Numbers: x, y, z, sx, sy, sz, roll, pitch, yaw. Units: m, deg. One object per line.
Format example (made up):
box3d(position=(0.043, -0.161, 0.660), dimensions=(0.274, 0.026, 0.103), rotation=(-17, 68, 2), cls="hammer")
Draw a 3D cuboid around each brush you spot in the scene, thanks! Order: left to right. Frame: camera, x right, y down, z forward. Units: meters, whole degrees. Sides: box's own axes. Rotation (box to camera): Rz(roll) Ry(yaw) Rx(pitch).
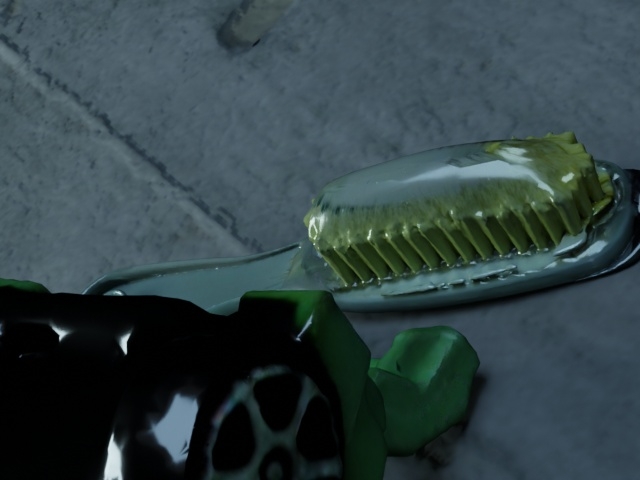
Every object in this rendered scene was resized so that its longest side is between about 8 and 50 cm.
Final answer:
box3d(position=(0.000, 0.000, 0.794), dimensions=(0.297, 0.060, 0.068), rotation=(-13, 45, 26), cls="brush")

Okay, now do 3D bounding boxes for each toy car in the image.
box3d(position=(-0.095, 0.139, 0.637), dimensions=(0.213, 0.176, 0.358), rotation=(0, 53, 37), cls="toy car")
